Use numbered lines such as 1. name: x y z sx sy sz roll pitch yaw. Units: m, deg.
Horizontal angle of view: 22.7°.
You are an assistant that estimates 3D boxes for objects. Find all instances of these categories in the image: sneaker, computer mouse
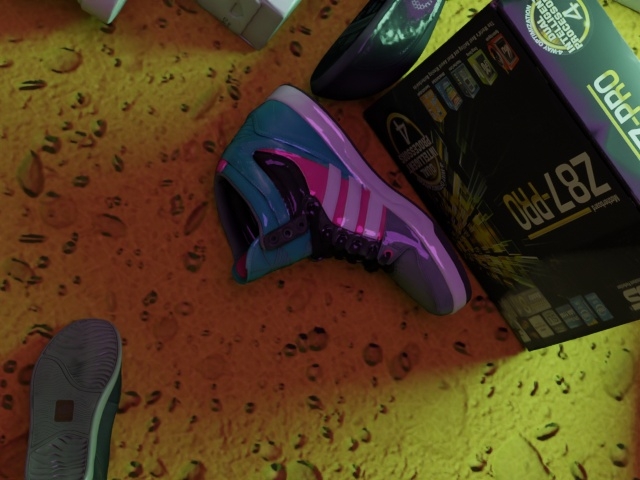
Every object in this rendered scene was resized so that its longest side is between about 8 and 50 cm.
1. sneaker: -0.238 0.189 1.548 0.083 0.118 0.222 4 50 5
2. computer mouse: 0.097 -0.241 1.664 0.072 0.188 0.272 40 83 -13
3. sneaker: 0.000 0.000 1.605 0.178 0.124 0.295 -42 85 -22

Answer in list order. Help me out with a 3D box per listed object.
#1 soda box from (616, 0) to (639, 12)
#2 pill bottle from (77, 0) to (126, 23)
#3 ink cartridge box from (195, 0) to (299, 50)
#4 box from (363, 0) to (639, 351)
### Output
1. soda box: 0.423 -0.277 1.792 0.216 0.069 0.073 24 75 -10
2. pill bottle: -0.292 -0.344 1.572 0.278 0.162 0.162 32 74 -7
3. ink cartridge box: -0.051 -0.311 1.645 0.127 0.128 0.176 37 73 -6
4. box: 0.215 -0.065 1.534 0.097 0.395 0.318 -37 92 -19
